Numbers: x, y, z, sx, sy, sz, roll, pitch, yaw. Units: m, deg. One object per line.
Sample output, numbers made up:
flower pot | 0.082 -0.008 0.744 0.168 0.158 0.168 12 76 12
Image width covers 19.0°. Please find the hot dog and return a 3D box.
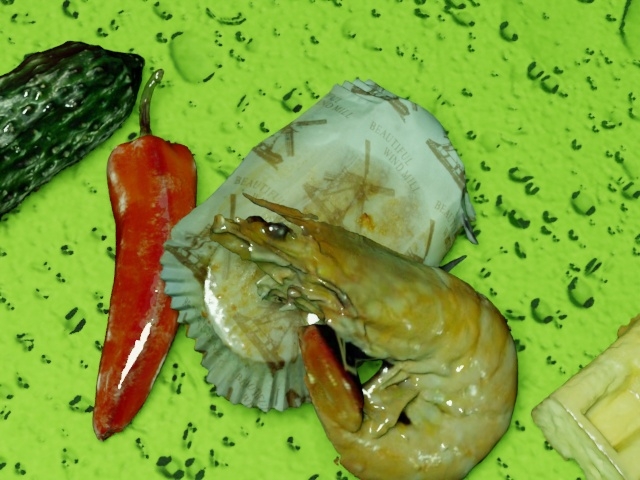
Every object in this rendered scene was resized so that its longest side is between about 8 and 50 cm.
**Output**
hot dog | 0.000 0.000 1.336 0.163 0.082 0.270 51 60 -8

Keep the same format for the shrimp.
shrimp | 0.025 0.073 1.257 0.287 0.063 0.152 28 82 -34

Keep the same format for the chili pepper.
chili pepper | -0.121 0.008 1.331 0.063 0.071 0.272 22 63 -42

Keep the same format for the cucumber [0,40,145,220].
cucumber | -0.258 -0.036 1.312 0.359 0.096 0.096 -40 77 -21

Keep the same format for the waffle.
waffle | 0.292 0.164 1.324 0.168 0.057 0.274 -35 75 -22
